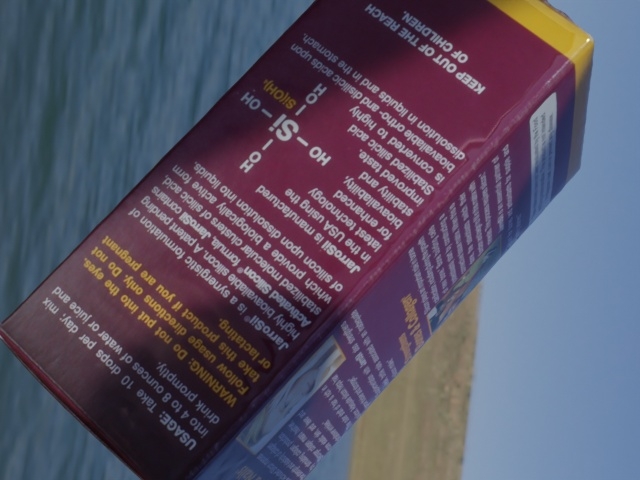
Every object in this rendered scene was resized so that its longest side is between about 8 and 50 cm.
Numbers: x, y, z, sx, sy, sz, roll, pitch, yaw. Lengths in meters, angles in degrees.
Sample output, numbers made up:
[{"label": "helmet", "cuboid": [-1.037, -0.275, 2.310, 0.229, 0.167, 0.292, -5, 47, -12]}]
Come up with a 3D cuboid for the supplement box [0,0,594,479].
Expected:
[{"label": "supplement box", "cuboid": [0.000, 0.000, 0.406, 0.188, 0.081, 0.104, -47, 159, -9]}]
